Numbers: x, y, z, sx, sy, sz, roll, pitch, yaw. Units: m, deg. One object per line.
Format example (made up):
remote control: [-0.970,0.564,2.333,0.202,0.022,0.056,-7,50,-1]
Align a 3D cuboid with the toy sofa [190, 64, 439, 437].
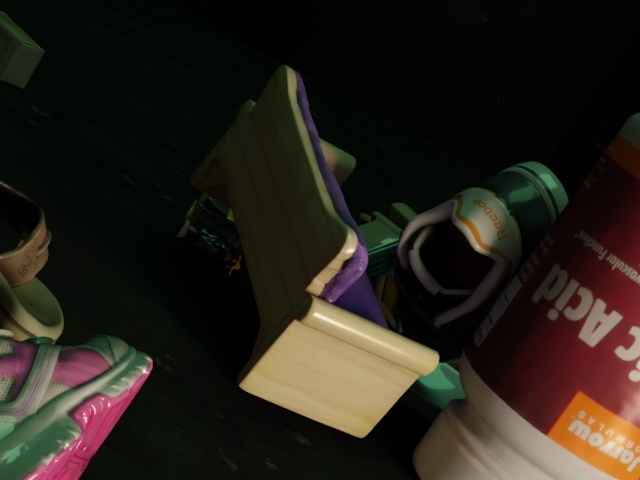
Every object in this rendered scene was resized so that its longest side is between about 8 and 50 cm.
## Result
toy sofa: [0.000,0.000,1.429,0.150,0.177,0.362,27,24,-29]

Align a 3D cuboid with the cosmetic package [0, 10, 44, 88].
cosmetic package: [-0.402,-0.246,1.842,0.041,0.060,0.115,19,19,-50]

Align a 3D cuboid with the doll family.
doll family: [-0.096,-0.004,1.637,0.111,0.076,0.193,36,16,-8]

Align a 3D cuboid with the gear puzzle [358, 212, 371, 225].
gear puzzle: [0.197,0.065,2.017,0.339,0.044,0.175,28,-6,44]

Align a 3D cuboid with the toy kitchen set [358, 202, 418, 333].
toy kitchen set: [0.056,0.072,1.736,0.207,0.166,0.122,-20,49,-31]

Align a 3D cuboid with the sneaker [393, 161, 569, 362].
sneaker: [0.128,0.038,1.494,0.127,0.321,0.126,-24,68,-31]

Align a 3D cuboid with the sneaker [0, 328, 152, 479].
sneaker: [-0.184,0.096,0.878,0.111,0.103,0.252,35,11,3]

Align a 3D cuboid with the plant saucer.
plant saucer: [0.107,0.158,1.575,0.195,0.037,0.195,32,12,-7]

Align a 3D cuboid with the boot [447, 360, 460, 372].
boot: [0.204,0.162,1.762,0.161,0.083,0.246,23,8,-14]

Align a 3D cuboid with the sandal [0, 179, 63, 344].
sandal: [-0.238,-0.004,1.038,0.120,0.086,0.303,40,-12,19]

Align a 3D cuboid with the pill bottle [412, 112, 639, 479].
pill bottle: [0.268,0.099,1.344,0.224,0.392,0.224,32,12,-8]
